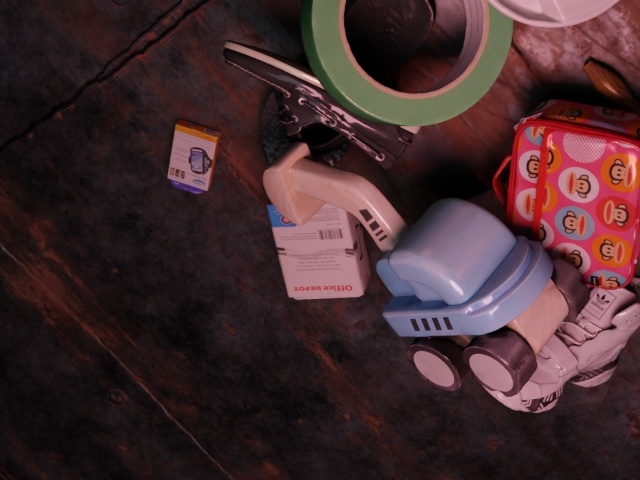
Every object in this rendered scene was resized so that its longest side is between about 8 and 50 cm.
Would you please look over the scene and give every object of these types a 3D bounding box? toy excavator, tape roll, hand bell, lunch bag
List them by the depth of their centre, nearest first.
[{"bbox_3d":[0.133,-0.335,1.785,0.321,0.077,0.321,-1,96,-14],"label":"tape roll"},{"bbox_3d":[0.513,-0.199,1.875,0.242,0.126,0.126,43,124,2],"label":"hand bell"},{"bbox_3d":[0.402,-0.079,1.882,0.258,0.120,0.293,15,127,23],"label":"lunch bag"},{"bbox_3d":[0.152,0.010,1.900,0.433,0.222,0.445,-7,122,56],"label":"toy excavator"}]

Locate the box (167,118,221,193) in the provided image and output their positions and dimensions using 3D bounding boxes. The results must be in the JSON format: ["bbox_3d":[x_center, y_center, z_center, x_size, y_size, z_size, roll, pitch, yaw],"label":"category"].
[{"bbox_3d":[-0.234,-0.151,2.155,0.081,0.028,0.136,18,128,4],"label":"box"}]

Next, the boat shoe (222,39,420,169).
[{"bbox_3d":[-0.012,-0.211,1.873,0.340,0.127,0.113,22,102,-13],"label":"boat shoe"}]

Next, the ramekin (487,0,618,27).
[{"bbox_3d":[0.330,-0.450,1.691,0.272,0.127,0.273,-1,110,-3],"label":"ramekin"}]

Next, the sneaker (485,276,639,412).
[{"bbox_3d":[0.421,0.159,2.003,0.137,0.365,0.210,43,123,32],"label":"sneaker"}]

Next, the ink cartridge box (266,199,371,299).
[{"bbox_3d":[0.000,0.000,2.147,0.148,0.086,0.203,-2,121,17],"label":"ink cartridge box"}]

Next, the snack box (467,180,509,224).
[{"bbox_3d":[0.407,-0.038,2.019,0.322,0.060,0.187,-25,110,29],"label":"snack box"}]

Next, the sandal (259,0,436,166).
[{"bbox_3d":[0.022,-0.256,1.961,0.167,0.107,0.446,33,125,-6],"label":"sandal"}]
